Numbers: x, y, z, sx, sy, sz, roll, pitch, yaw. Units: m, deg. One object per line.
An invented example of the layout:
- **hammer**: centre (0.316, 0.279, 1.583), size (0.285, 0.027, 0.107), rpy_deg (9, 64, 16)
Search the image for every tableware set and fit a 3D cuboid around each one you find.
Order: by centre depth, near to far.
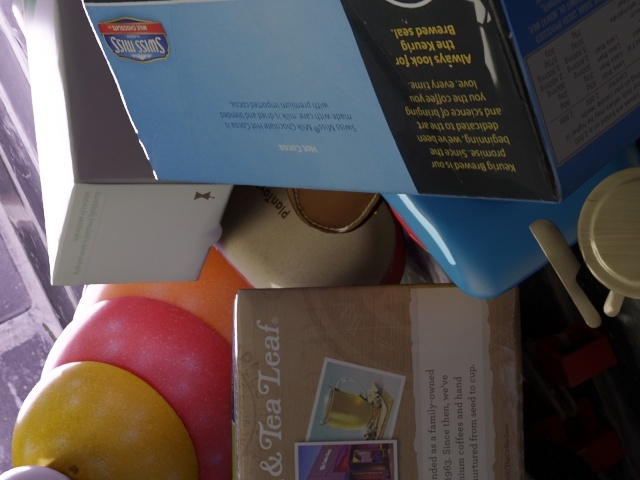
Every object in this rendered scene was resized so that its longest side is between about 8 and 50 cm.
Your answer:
- **tableware set**: centre (0.181, -0.050, 1.174), size (0.194, 0.128, 0.039), rpy_deg (60, -176, 6)

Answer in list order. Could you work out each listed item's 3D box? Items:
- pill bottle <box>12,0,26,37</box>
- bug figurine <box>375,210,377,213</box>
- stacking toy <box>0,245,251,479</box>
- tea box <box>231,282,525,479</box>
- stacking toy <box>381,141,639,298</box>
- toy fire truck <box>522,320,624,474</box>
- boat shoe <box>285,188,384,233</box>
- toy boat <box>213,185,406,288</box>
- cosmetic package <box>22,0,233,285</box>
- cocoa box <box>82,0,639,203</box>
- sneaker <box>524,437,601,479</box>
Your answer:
- **pill bottle**: centre (-0.212, -0.174, 1.993), size (0.278, 0.162, 0.162), rpy_deg (64, 162, -5)
- **bug figurine**: centre (-0.024, -0.153, 1.501), size (0.216, 0.072, 0.279), rpy_deg (14, 144, 33)
- **stacking toy**: centre (-0.214, 0.218, 1.926), size (0.350, 0.480, 0.351), rpy_deg (14, 122, 23)
- **tea box**: centre (0.038, 0.204, 1.467), size (0.323, 0.220, 0.329), rpy_deg (125, 144, -86)
- **stacking toy**: centre (0.119, -0.035, 1.343), size (0.175, 0.166, 0.302), rpy_deg (51, 172, 12)
- **toy fire truck**: centre (0.192, 0.129, 1.499), size (0.135, 0.047, 0.192), rpy_deg (67, 162, -13)
- **boat shoe**: centre (0.023, -0.107, 1.376), size (0.104, 0.110, 0.307), rpy_deg (-76, -1, -47)
- **toy boat**: centre (0.000, 0.000, 1.748), size (0.151, 0.151, 0.231), rpy_deg (37, -174, -46)
- **cosmetic package**: centre (-0.192, -0.158, 1.740), size (0.197, 0.155, 0.365), rpy_deg (115, 151, -55)
- **cocoa box**: centre (0.044, -0.174, 1.043), size (0.347, 0.231, 0.228), rpy_deg (5, 124, 48)
- **sneaker**: centre (0.208, 0.225, 1.454), size (0.161, 0.057, 0.075), rpy_deg (33, 133, -9)
